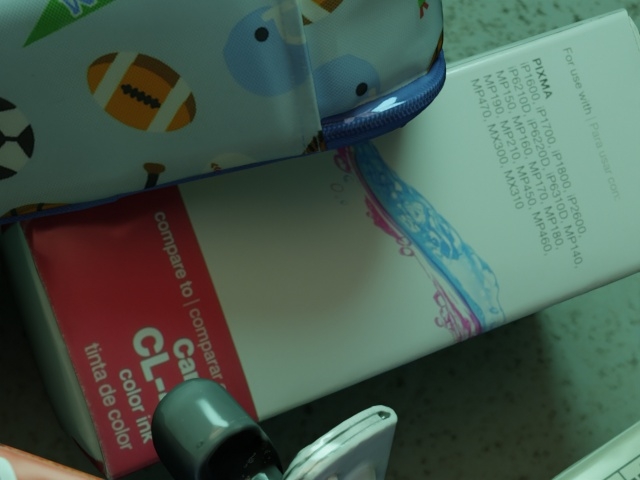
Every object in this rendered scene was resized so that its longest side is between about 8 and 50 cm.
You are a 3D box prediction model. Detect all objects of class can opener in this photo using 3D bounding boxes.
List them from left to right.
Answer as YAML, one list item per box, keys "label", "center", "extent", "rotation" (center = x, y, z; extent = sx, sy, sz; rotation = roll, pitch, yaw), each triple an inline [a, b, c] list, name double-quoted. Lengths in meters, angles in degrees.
- label: "can opener"
  center: [-0.013, 0.139, 0.574]
  extent: [0.074, 0.280, 0.093]
  rotation: [-35, 62, -21]

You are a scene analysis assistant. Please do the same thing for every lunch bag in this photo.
- label: "lunch bag"
  center: [-0.091, -0.114, 0.573]
  extent: [0.303, 0.115, 0.243]
  rotation: [-10, 31, -1]

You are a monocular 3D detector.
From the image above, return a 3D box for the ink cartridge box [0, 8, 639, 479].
- label: "ink cartridge box"
  center: [0.000, 0.000, 0.676]
  extent: [0.306, 0.226, 0.131]
  rotation: [-18, 92, -15]

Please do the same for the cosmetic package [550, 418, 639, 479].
- label: "cosmetic package"
  center: [0.213, 0.159, 0.671]
  extent: [0.296, 0.129, 0.153]
  rotation: [-28, 65, -19]

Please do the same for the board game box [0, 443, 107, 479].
- label: "board game box"
  center: [-0.015, 0.332, 0.415]
  extent: [0.356, 0.356, 0.356]
  rotation: [18, 60, 5]
